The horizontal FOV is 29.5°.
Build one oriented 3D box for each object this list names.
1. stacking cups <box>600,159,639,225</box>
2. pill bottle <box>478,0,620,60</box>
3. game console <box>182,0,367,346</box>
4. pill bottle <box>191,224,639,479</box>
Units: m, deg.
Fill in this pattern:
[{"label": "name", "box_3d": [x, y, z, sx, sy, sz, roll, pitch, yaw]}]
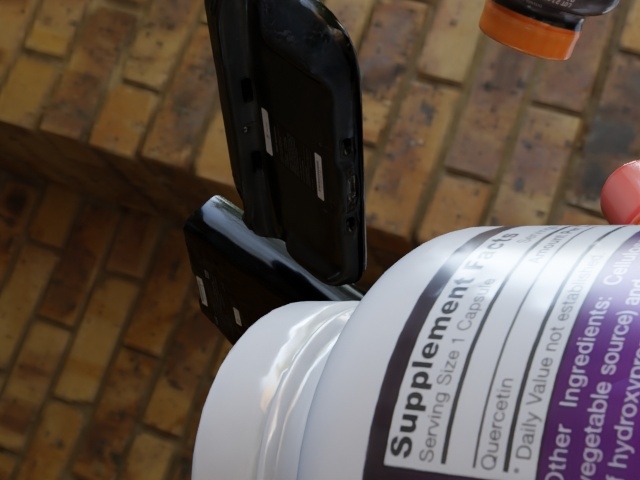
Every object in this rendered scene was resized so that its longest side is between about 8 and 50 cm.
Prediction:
[{"label": "stacking cups", "box_3d": [0.291, 0.047, 0.858, 0.316, 0.096, 0.096, -107, 13, -48]}, {"label": "pill bottle", "box_3d": [0.215, -0.278, 1.021, 0.130, 0.130, 0.246, -35, -32, -61]}, {"label": "game console", "box_3d": [0.000, 0.000, 0.698, 0.044, 0.213, 0.361, -43, -30, -26]}, {"label": "pill bottle", "box_3d": [0.121, 0.085, 0.365, 0.181, 0.322, 0.182, 1, -92, -53]}]
